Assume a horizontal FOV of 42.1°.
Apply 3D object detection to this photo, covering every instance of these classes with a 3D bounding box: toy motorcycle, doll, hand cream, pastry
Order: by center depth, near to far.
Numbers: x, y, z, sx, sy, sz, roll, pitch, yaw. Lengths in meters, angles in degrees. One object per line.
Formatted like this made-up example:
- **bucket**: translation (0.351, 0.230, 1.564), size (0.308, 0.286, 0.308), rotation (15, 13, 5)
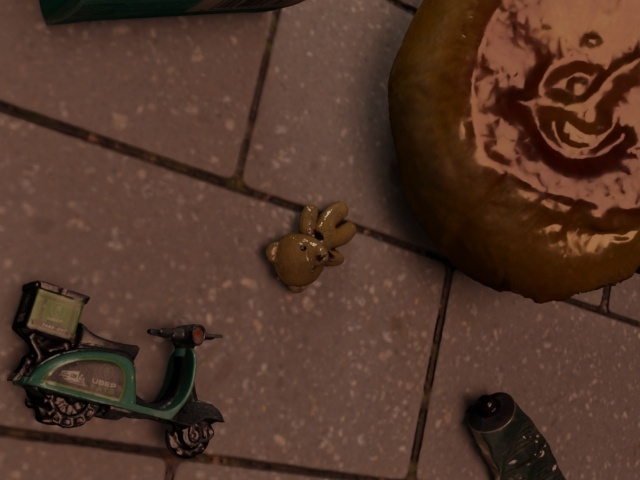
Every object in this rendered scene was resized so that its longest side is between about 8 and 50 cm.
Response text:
- **toy motorcycle**: translation (-0.142, 0.097, 0.608), size (0.173, 0.058, 0.100), rotation (23, 71, -30)
- **doll**: translation (-0.007, 0.002, 0.721), size (0.061, 0.051, 0.093), rotation (62, 31, -16)
- **pastry**: translation (0.223, -0.112, 0.777), size (0.356, 0.164, 0.356), rotation (-1, 95, -13)
- **hand cream**: translation (0.224, 0.250, 0.857), size (0.075, 0.052, 0.248), rotation (-45, 113, -26)

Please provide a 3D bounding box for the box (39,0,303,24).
- **box**: translation (-0.117, -0.323, 0.595), size (0.205, 0.118, 0.311), rotation (-13, 97, -36)
